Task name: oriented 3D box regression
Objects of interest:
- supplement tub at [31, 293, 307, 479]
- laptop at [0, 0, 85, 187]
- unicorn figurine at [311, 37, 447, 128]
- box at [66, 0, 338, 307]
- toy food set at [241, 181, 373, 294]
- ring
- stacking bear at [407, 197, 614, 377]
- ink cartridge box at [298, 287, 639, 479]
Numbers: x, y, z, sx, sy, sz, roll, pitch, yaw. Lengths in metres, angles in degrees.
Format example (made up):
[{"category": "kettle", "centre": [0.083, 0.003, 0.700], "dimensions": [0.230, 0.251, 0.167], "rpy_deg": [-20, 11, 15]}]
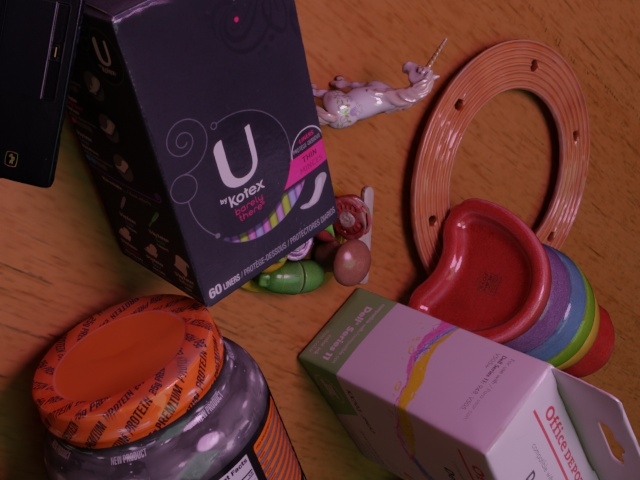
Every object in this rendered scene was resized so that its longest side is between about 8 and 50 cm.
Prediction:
[{"category": "supplement tub", "centre": [-0.120, 0.230, 0.890], "dimensions": [0.207, 0.207, 0.338], "rpy_deg": [-36, 123, -28]}, {"category": "laptop", "centre": [-0.308, -0.174, 0.647], "dimensions": [0.136, 0.264, 0.235], "rpy_deg": [-22, 125, -76]}, {"category": "unicorn figurine", "centre": [0.043, -0.147, 0.977], "dimensions": [0.162, 0.111, 0.060], "rpy_deg": [-37, 124, -27]}, {"category": "box", "centre": [-0.107, -0.109, 0.817], "dimensions": [0.165, 0.143, 0.270], "rpy_deg": [-36, 131, -28]}, {"category": "toy food set", "centre": [0.000, 0.000, 1.013], "dimensions": [0.217, 0.071, 0.128], "rpy_deg": [0, 103, -41]}, {"category": "ring", "centre": [0.228, -0.083, 1.214], "dimensions": [0.336, 0.032, 0.337], "rpy_deg": [-13, 111, -38]}, {"category": "stacking bear", "centre": [0.266, 0.090, 1.182], "dimensions": [0.289, 0.164, 0.176], "rpy_deg": [29, 85, -46]}, {"category": "ink cartridge box", "centre": [0.160, 0.201, 1.023], "dimensions": [0.119, 0.353, 0.207], "rpy_deg": [-46, 128, -21]}]
